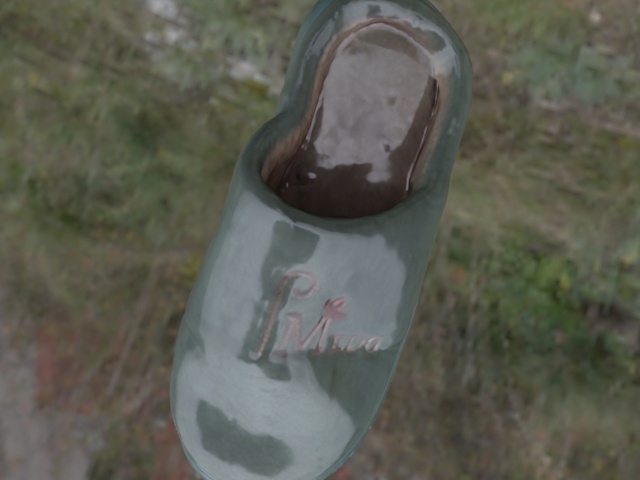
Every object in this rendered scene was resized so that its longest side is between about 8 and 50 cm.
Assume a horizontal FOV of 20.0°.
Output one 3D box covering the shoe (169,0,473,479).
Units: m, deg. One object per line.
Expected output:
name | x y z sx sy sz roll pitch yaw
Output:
shoe | 0.000 0.000 0.822 0.103 0.251 0.100 17 180 1
